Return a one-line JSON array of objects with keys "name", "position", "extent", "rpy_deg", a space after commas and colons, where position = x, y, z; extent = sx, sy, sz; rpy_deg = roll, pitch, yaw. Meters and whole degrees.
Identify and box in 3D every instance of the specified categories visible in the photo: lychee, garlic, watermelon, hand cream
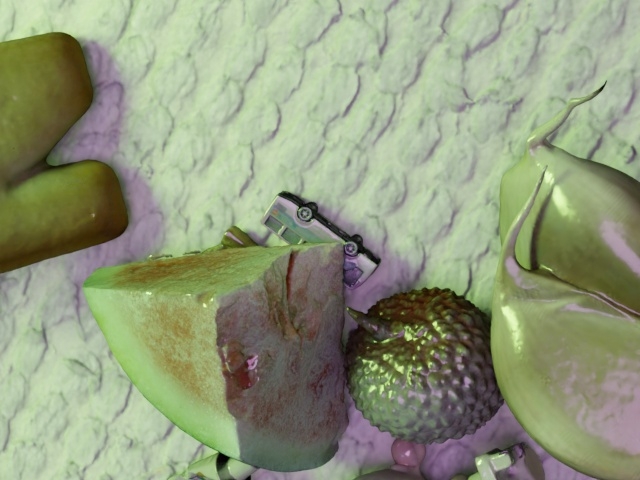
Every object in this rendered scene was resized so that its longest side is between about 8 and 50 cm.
[{"name": "lychee", "position": [0.101, 0.121, 1.141], "extent": [0.165, 0.165, 0.197], "rpy_deg": [-34, 125, 13]}, {"name": "garlic", "position": [0.249, 0.066, 1.047], "extent": [0.340, 0.246, 0.231], "rpy_deg": [48, 69, -8]}, {"name": "watermelon", "position": [-0.089, 0.104, 1.168], "extent": [0.310, 0.193, 0.232], "rpy_deg": [51, 128, 8]}, {"name": "hand cream", "position": [-0.162, 0.305, 1.274], "extent": [0.257, 0.050, 0.084], "rpy_deg": [-41, 90, 19]}]

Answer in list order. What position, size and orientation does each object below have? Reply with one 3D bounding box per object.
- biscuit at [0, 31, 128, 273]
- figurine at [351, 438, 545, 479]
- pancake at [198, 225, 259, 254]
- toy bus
[{"name": "biscuit", "position": [-0.357, -0.076, 1.169], "extent": [0.290, 0.062, 0.237], "rpy_deg": [-15, 97, -21]}, {"name": "figurine", "position": [0.113, 0.305, 1.186], "extent": [0.256, 0.144, 0.182], "rpy_deg": [-22, 99, 15]}, {"name": "pancake", "position": [-0.129, 0.071, 1.241], "extent": [0.184, 0.020, 0.191], "rpy_deg": [14, 102, 7]}, {"name": "toy bus", "position": [0.000, 0.000, 1.201], "extent": [0.130, 0.037, 0.052], "rpy_deg": [37, 105, 2]}]
